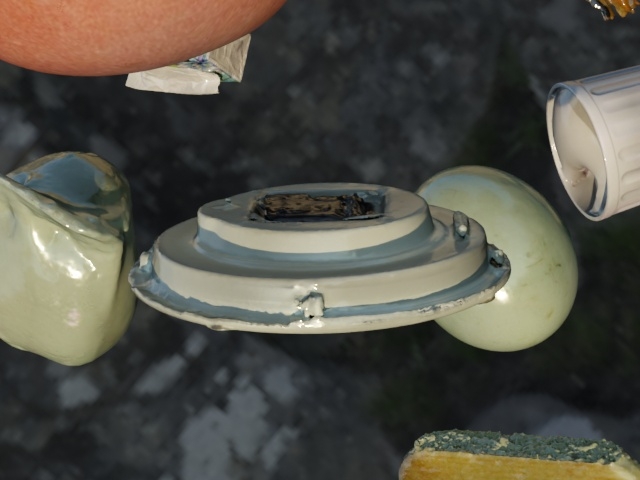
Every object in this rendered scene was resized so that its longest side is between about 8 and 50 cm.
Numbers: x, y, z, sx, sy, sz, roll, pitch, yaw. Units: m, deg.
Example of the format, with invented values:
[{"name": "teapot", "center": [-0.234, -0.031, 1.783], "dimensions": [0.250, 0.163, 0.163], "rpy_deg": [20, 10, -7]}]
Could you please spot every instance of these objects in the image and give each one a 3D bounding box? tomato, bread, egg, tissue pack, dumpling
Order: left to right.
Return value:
[{"name": "dumpling", "center": [-0.292, 0.003, 1.953], "dimensions": [0.212, 0.270, 0.320], "rpy_deg": [-31, -29, -41]}, {"name": "tomato", "center": [-0.114, -0.205, 0.979], "dimensions": [0.256, 0.224, 0.256], "rpy_deg": [-13, 14, 4]}, {"name": "tissue pack", "center": [-0.139, -0.182, 1.756], "dimensions": [0.111, 0.085, 0.079], "rpy_deg": [8, 83, 23]}, {"name": "egg", "center": [0.152, 0.014, 1.645], "dimensions": [0.149, 0.149, 0.192], "rpy_deg": [-41, 52, 14]}, {"name": "bread", "center": [0.215, 0.286, 1.800], "dimensions": [0.287, 0.207, 0.056], "rpy_deg": [5, 26, 35]}]

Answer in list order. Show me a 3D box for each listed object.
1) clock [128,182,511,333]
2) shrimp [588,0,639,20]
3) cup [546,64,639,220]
[{"name": "clock", "center": [0.000, 0.000, 1.108], "dimensions": [0.236, 0.053, 0.236], "rpy_deg": [0, 16, 0]}, {"name": "shrimp", "center": [0.143, -0.252, 1.324], "dimensions": [0.068, 0.248, 0.150], "rpy_deg": [-26, -26, -25]}, {"name": "cup", "center": [0.380, -0.133, 2.139], "dimensions": [0.202, 0.166, 0.221], "rpy_deg": [-17, 12, -11]}]
